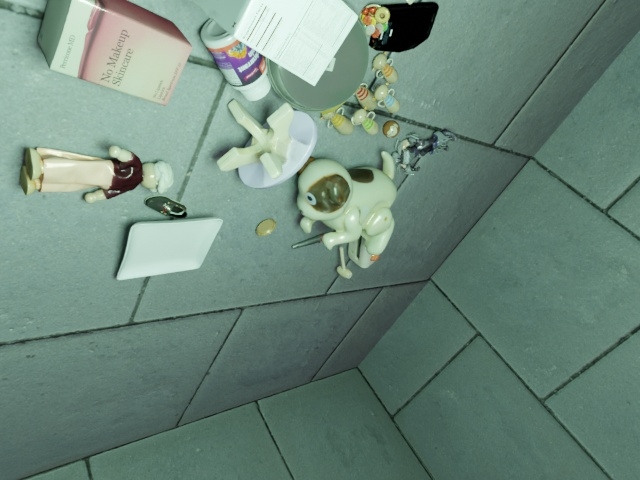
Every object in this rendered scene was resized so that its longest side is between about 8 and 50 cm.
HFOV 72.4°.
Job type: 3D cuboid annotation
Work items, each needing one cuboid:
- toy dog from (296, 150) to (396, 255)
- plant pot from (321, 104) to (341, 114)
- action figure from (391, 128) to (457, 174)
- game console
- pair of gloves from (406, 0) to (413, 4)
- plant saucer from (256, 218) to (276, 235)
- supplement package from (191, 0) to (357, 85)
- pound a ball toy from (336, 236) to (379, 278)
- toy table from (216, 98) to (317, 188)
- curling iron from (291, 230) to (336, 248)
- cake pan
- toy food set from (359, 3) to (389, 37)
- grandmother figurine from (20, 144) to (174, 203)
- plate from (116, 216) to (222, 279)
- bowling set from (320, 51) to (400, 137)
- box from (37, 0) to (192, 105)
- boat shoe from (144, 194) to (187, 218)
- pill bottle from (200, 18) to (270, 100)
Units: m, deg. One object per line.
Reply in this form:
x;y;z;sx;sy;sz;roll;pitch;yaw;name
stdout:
0.090;-0.147;1.539;0.407;0.285;0.395;11;124;-48;toy dog
0.013;-0.425;1.292;0.083;0.082;0.081;-43;149;20;plant pot
0.392;-0.358;1.740;0.284;0.099;0.185;-24;151;-15;action figure
0.265;-0.705;1.215;0.213;0.044;0.361;-20;145;-29;game console
0.228;-0.737;1.078;0.240;0.042;0.204;33;113;-33;pair of gloves
-0.202;-0.052;1.614;0.083;0.015;0.083;-26;147;-18;plant saucer
-0.085;-0.416;0.772;0.203;0.194;0.149;10;122;-52;supplement package
0.190;0.034;1.963;0.208;0.135;0.319;-38;151;-27;pound a ball toy
-0.150;-0.261;1.204;0.274;0.252;0.161;-47;161;14;toy table
0.000;0.000;1.864;0.273;0.035;0.068;-16;142;-32;curling iron
0.003;-0.476;1.146;0.293;0.054;0.293;-12;126;-17;cake pan
0.146;-0.604;1.204;0.083;0.020;0.083;13;136;1;toy food set
-0.523;-0.166;1.078;0.342;0.104;0.207;-4;163;-46;grandmother figurine
-0.475;0.015;1.366;0.277;0.045;0.278;-6;147;-39;plate
0.165;-0.419;1.346;0.287;0.200;0.154;-50;145;12;bowling set
-0.404;-0.391;0.868;0.232;0.127;0.149;4;130;-48;box
-0.450;-0.097;1.284;0.049;0.042;0.133;-47;146;19;boat shoe
-0.192;-0.432;1.045;0.108;0.108;0.193;-37;149;-2;pill bottle
